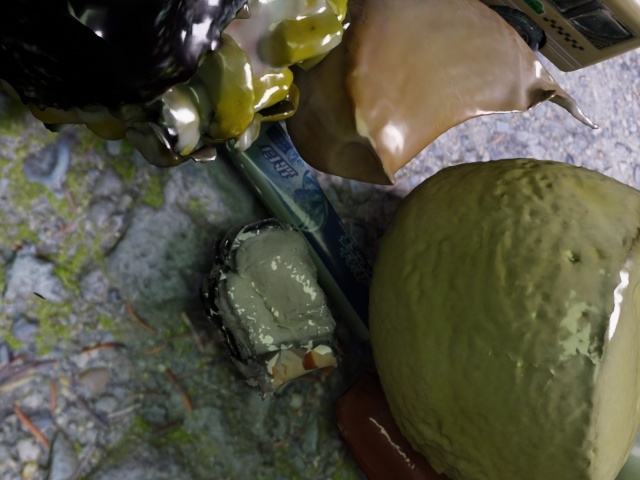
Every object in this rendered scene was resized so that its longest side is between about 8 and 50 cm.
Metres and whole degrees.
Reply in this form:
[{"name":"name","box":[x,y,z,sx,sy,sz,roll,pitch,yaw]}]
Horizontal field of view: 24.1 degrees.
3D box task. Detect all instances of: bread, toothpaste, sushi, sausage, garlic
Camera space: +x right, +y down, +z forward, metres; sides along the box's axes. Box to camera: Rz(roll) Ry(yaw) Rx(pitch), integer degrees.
[{"name":"bread","box":[0.180,0.075,1.358,0.320,0.237,0.320,6,90,-66]},{"name":"toothpaste","box":[0.001,-0.001,1.386,0.069,0.047,0.268,-38,103,-18]},{"name":"sushi","box":[-0.157,-0.219,1.182,0.328,0.328,0.285,-67,151,-28]},{"name":"sausage","box":[0.079,0.208,1.398,0.077,0.077,0.194,-42,107,-28]},{"name":"garlic","box":[0.096,-0.142,1.387,0.338,0.151,0.196,-16,67,-46]}]

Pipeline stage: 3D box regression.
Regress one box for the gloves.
[{"name":"gloves","box":[-0.049,0.058,1.331,0.114,0.070,0.153,-23,99,-17]}]

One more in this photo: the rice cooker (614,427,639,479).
[{"name":"rice cooker","box":[0.330,0.291,1.445,0.226,0.244,0.226,-6,100,-40]}]

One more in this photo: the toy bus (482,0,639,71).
[{"name":"toy bus","box":[0.193,-0.338,1.442,0.365,0.202,0.177,37,69,-24]}]
